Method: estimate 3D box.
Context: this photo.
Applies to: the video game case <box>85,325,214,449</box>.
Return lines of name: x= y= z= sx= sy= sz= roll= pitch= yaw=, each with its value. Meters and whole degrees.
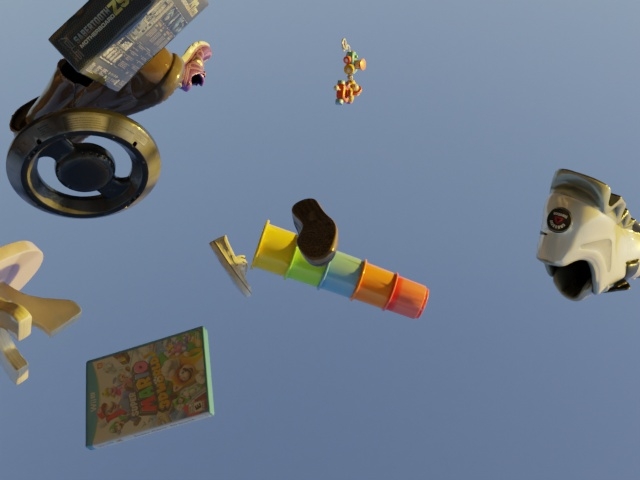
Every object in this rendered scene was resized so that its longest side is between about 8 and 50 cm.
video game case: x=-0.214 y=0.182 z=1.083 sx=0.166 sy=0.015 sz=0.119 roll=-18 pitch=-125 yaw=11

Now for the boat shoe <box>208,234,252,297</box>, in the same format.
boat shoe: x=-0.121 y=0.035 z=1.261 sx=0.035 sy=0.035 sz=0.100 roll=-32 pitch=-109 yaw=-10

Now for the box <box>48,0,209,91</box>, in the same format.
box: x=-0.236 y=-0.283 z=1.122 sx=0.183 sy=0.059 sz=0.233 roll=-43 pitch=-175 yaw=2

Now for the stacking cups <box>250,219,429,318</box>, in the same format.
stacking cups: x=0.038 y=0.055 z=1.555 sx=0.316 sy=0.096 sz=0.096 roll=18 pitch=-139 yaw=-1

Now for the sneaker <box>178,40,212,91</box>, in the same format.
sneaker: x=-0.262 y=-0.350 z=1.801 sx=0.071 sy=0.068 sz=0.170 roll=36 pitch=-141 yaw=-7

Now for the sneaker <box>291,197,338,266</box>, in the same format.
sneaker: x=0.000 y=0.000 z=1.364 sx=0.066 sy=0.071 sz=0.188 roll=-21 pitch=-151 yaw=3

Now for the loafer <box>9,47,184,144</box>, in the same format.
loafer: x=-0.401 y=-0.263 z=1.482 sx=0.365 sy=0.130 sz=0.134 roll=-20 pitch=-137 yaw=26

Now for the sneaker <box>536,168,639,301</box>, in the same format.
sneaker: x=0.386 y=0.022 z=1.241 sx=0.122 sy=0.330 sz=0.146 roll=22 pitch=-92 yaw=43

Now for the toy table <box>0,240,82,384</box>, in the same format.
toy table: x=-0.559 y=0.137 z=1.516 sx=0.161 sy=0.252 sz=0.274 roll=44 pitch=-115 yaw=11

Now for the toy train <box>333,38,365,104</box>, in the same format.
toy train: x=0.073 y=-0.391 z=2.090 sx=0.046 sy=0.125 sz=0.166 roll=4 pitch=-103 yaw=16

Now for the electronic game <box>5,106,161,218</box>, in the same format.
electronic game: x=-0.359 y=-0.113 z=1.338 sx=0.229 sy=0.229 sz=0.048 roll=-12 pitch=-128 yaw=-3
